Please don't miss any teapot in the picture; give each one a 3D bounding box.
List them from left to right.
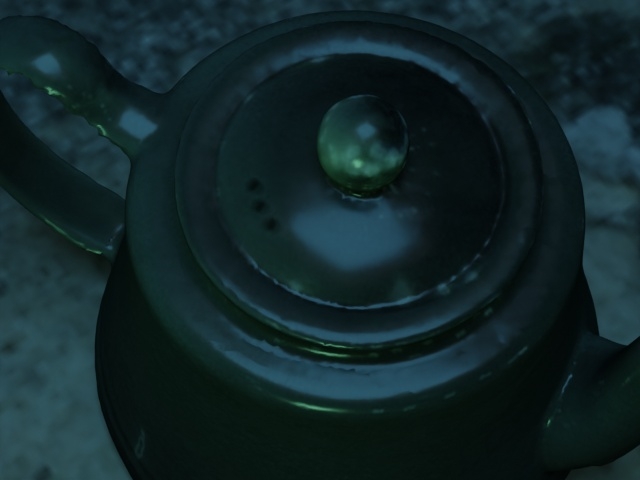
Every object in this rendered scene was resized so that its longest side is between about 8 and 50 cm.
[{"bbox_3d":[0.000,0.000,0.557,0.239,0.149,0.162,24,66,10],"label":"teapot"}]
